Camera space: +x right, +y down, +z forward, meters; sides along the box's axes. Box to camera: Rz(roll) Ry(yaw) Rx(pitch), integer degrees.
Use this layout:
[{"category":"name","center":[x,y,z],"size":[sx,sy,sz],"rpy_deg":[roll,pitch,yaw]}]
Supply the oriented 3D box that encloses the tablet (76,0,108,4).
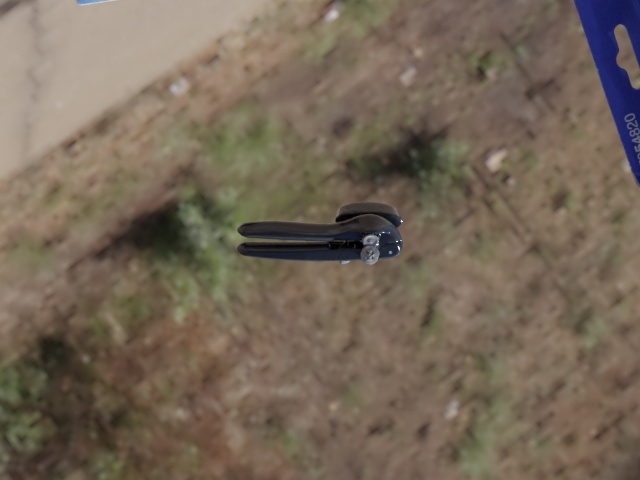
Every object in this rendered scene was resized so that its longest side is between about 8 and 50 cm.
[{"category":"tablet","center":[-0.226,-0.268,1.744],"size":[0.054,0.083,0.006],"rpy_deg":[-7,-138,12]}]

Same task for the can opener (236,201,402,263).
[{"category":"can opener","center":[0.000,0.000,1.954],"size":[0.186,0.059,0.073],"rpy_deg":[-6,-156,-3]}]

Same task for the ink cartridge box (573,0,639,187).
[{"category":"ink cartridge box","center":[0.330,-0.180,1.441],"size":[0.224,0.223,0.045],"rpy_deg":[-25,-162,-8]}]
